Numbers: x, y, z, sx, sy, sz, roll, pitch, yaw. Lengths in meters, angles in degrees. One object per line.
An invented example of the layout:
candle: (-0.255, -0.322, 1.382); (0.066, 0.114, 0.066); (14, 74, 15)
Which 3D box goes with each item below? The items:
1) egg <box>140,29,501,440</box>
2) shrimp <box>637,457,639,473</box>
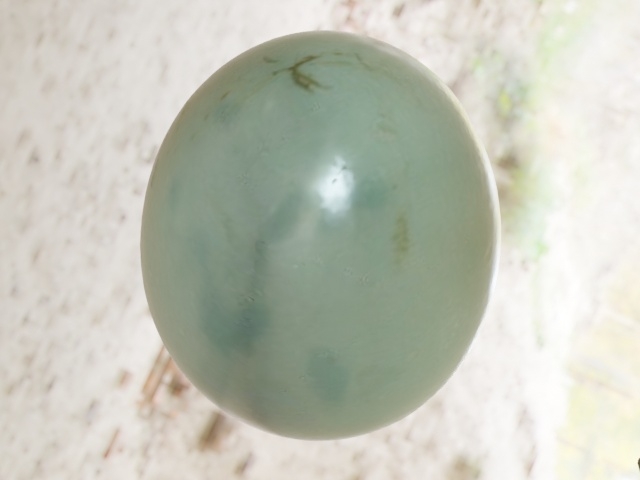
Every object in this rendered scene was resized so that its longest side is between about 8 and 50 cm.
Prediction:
egg: (0.000, 0.000, 0.850); (0.231, 0.168, 0.168); (94, 19, -57)
shrimp: (0.149, 0.048, 0.473); (0.063, 0.287, 0.152); (-48, -132, 52)
